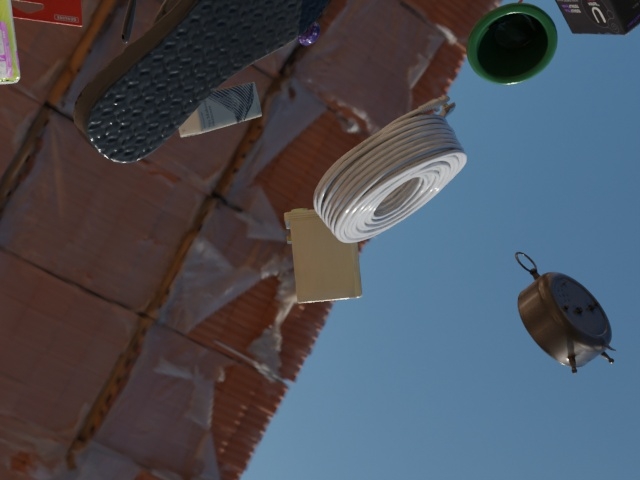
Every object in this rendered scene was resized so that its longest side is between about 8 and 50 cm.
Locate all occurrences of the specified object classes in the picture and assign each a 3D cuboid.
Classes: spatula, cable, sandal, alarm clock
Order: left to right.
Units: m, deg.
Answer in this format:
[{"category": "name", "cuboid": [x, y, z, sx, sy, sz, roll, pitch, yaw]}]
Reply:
[{"category": "spatula", "cuboid": [-0.489, -0.655, 2.006, 0.084, 0.030, 0.296, 32, -58, 35]}, {"category": "sandal", "cuboid": [-0.160, -0.294, 1.053, 0.446, 0.167, 0.107, -41, -128, -10]}, {"category": "cable", "cuboid": [0.112, -0.096, 1.239, 0.257, 0.089, 0.257, -29, 162, -14]}, {"category": "alarm clock", "cuboid": [0.326, 0.089, 1.060, 0.064, 0.129, 0.192, -52, -123, 34]}]

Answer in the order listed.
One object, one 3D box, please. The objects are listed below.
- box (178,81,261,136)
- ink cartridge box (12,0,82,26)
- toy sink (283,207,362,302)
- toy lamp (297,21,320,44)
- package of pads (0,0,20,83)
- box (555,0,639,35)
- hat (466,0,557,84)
[{"category": "box", "cuboid": [-0.298, -0.386, 2.260, 0.094, 0.113, 0.275, -3, -163, 36]}, {"category": "ink cartridge box", "cuboid": [-0.710, -0.656, 1.866, 0.060, 0.275, 0.239, -25, -112, 58]}, {"category": "toy sink", "cuboid": [0.000, 0.000, 1.484, 0.153, 0.131, 0.234, 118, -33, -86]}, {"category": "toy lamp", "cuboid": [-0.089, -0.558, 1.876, 0.080, 0.274, 0.080, -4, -99, 27]}, {"category": "package of pads", "cuboid": [-0.731, -0.505, 1.695, 0.229, 0.101, 0.296, -134, -140, -58]}, {"category": "box", "cuboid": [0.429, -0.473, 1.207, 0.143, 0.270, 0.165, -37, -159, -1]}, {"category": "hat", "cuboid": [0.410, -0.453, 1.636, 0.208, 0.173, 0.183, -22, -149, 23]}]
